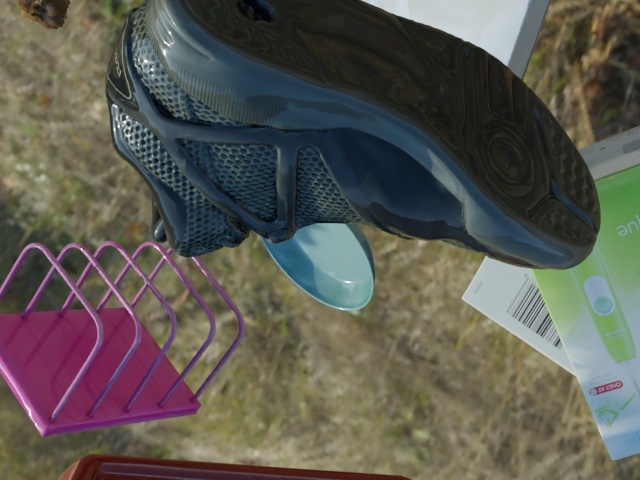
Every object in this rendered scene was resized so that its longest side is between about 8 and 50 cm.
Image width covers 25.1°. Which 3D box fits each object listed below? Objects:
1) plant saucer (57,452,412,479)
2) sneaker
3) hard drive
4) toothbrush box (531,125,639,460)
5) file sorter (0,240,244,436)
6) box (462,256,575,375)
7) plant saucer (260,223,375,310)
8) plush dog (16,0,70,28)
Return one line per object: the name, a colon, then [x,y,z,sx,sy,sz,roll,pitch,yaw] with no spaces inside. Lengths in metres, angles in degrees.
plant saucer: [-0.056,0.195,0.789,0.259,0.258,0.048,3,114,5]
sneaker: [0.008,-0.036,0.628,0.227,0.087,0.130,21,144,-24]
hard drive: [0.113,-0.244,1.681,0.307,0.040,0.203,31,111,39]
toothbrush box: [0.329,0.042,1.396,0.206,0.122,0.283,-19,108,16]
file sorter: [-0.277,0.117,1.961,0.202,0.290,0.182,50,118,26]
box: [0.289,0.030,1.617,0.181,0.119,0.182,34,119,13]
plant saucer: [0.000,0.000,1.094,0.119,0.021,0.119,33,147,24]
plush dog: [-0.198,-0.261,0.811,0.262,0.225,0.211,-20,153,-1]
